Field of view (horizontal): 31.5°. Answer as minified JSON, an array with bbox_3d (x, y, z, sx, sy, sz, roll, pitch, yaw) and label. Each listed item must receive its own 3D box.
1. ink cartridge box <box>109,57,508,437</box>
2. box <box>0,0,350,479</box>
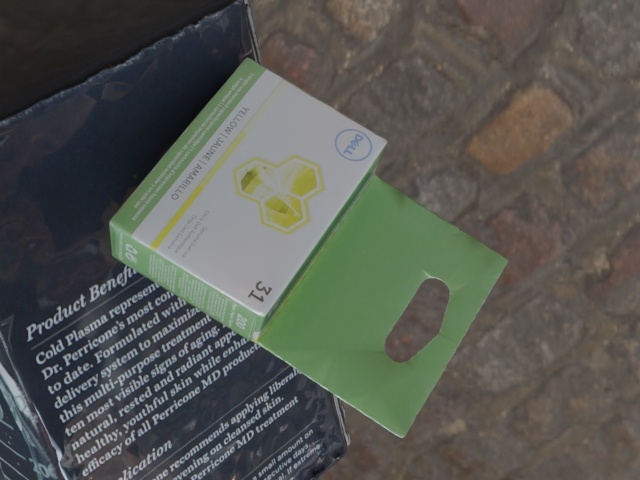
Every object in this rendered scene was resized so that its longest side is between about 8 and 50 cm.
[{"bbox_3d":[0.000,0.000,0.777,0.235,0.171,0.056,31,151,8],"label":"ink cartridge box"},{"bbox_3d":[-0.267,0.009,1.037,0.480,0.297,0.471,21,134,42],"label":"box"}]
